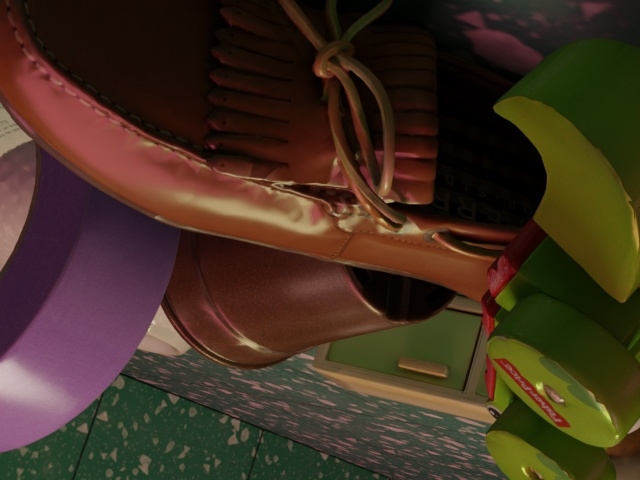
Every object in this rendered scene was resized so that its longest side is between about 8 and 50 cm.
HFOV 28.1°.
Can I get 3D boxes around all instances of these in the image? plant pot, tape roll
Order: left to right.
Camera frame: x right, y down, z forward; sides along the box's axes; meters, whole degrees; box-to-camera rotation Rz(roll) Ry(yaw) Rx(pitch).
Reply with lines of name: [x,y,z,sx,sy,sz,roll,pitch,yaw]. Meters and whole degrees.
tape roll: [-0.226,-0.004,0.841,0.275,0.275,0.090,8,164,36]
plant pot: [0.000,0.000,0.847,0.167,0.167,0.165,27,156,-36]

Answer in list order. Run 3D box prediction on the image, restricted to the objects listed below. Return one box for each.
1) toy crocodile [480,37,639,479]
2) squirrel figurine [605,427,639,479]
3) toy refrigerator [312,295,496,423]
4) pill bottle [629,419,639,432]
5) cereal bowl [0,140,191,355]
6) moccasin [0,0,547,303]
toy crocodile: [0.119,0.040,0.591,0.105,0.115,0.340,37,163,21]
squirrel figurine: [0.444,0.297,1.248,0.397,0.281,0.370,7,170,45]
toy refrigerator: [0.135,0.111,1.222,0.269,0.102,0.094,11,165,29]
pill bottle: [0.167,0.084,0.801,0.065,0.065,0.116,7,162,38]
cereal bowl: [-0.173,0.012,1.134,0.339,0.141,0.339,15,167,4]
moccasin: [0.022,-0.055,0.631,0.380,0.139,0.147,24,146,-23]
